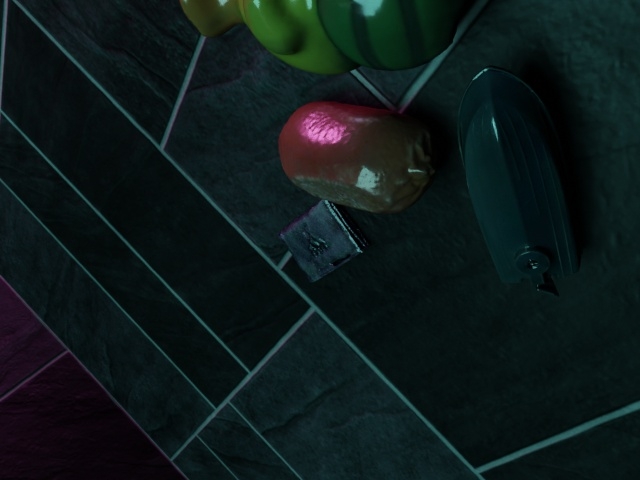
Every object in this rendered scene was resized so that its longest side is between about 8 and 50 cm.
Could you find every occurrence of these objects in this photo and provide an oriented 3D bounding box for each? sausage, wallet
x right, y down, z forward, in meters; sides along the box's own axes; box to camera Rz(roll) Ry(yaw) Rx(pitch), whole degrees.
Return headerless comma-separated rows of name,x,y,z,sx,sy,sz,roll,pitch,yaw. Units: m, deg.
sausage,0.051,-0.113,0.937,0.254,0.148,0.148,11,127,39
wallet,0.001,0.000,1.156,0.111,0.030,0.166,56,139,0

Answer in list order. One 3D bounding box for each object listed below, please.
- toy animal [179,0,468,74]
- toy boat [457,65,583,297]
toy animal,0.019,-0.292,0.793,0.338,0.216,0.191,15,156,30
toy boat,0.234,-0.076,0.805,0.114,0.122,0.296,-10,125,23
